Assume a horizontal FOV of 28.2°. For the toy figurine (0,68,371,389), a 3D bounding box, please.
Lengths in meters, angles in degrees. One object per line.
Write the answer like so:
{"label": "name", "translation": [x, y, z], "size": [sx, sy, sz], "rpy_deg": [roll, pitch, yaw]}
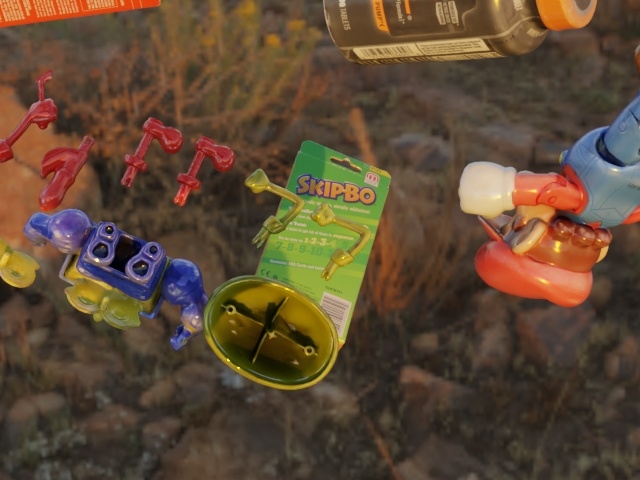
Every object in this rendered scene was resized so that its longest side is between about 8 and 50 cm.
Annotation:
{"label": "toy figurine", "translation": [-0.154, 0.010, 1.231], "size": [0.362, 0.191, 0.217], "rpy_deg": [23, -13, -8]}

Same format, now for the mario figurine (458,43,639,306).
{"label": "mario figurine", "translation": [0.260, -0.076, 1.278], "size": [0.198, 0.320, 0.170], "rpy_deg": [35, 32, -10]}

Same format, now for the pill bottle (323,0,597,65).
{"label": "pill bottle", "translation": [0.135, -0.237, 1.214], "size": [0.245, 0.130, 0.130], "rpy_deg": [1, 24, 35]}

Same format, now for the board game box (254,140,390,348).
{"label": "board game box", "translation": [0.000, 0.000, 1.545], "size": [0.124, 0.039, 0.259], "rpy_deg": [22, 58, -6]}

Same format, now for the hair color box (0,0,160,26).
{"label": "hair color box", "translation": [-0.158, -0.152, 0.679], "size": [0.141, 0.043, 0.072], "rpy_deg": [-7, 47, -1]}
